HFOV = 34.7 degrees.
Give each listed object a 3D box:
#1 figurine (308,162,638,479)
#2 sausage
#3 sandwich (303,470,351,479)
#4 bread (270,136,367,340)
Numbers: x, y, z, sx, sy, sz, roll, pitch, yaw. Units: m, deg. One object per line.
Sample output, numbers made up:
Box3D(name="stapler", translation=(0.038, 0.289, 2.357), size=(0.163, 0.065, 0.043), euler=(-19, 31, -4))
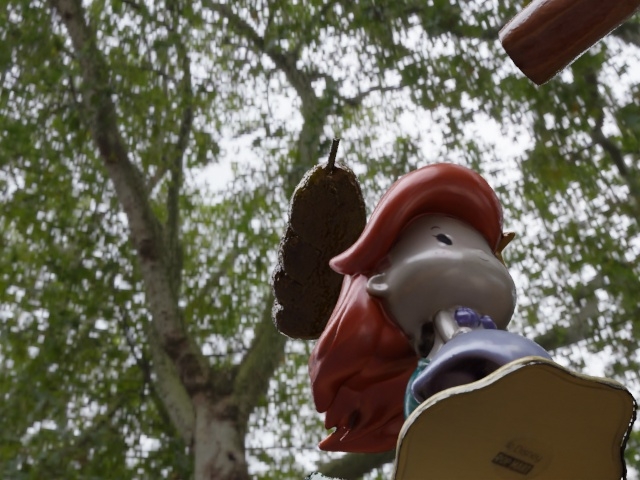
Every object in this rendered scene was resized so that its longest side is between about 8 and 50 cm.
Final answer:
Box3D(name="figurine", translation=(0.083, 0.080, 0.730), size=(0.181, 0.257, 0.208), euler=(-10, -58, -7))
Box3D(name="sausage", translation=(0.376, -0.333, 1.428), size=(0.259, 0.113, 0.113), euler=(-39, -58, 19))
Box3D(name="sandwich", translation=(0.016, 0.404, 1.439), size=(0.159, 0.235, 0.079), euler=(-15, -74, 21))
Box3D(name="bread", translation=(0.000, 0.001, 1.488), size=(0.124, 0.084, 0.344), euler=(11, -59, 0))
